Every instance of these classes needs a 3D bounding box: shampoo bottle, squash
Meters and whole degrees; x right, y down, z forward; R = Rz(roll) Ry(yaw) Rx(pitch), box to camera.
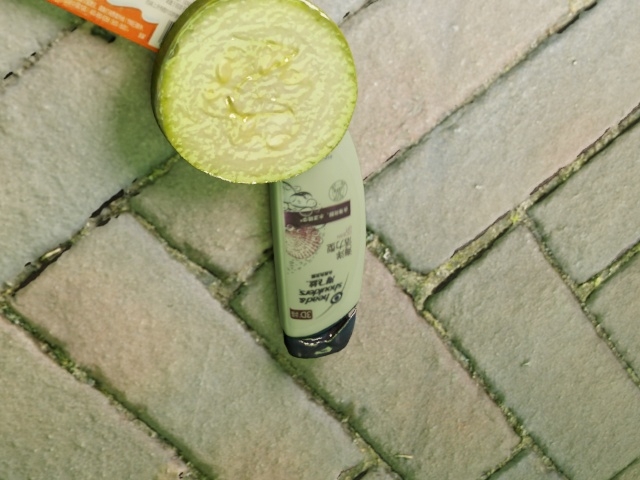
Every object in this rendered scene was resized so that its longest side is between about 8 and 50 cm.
[{"bbox_3d":[0.000,0.000,1.396,0.134,0.078,0.360,-13,121,-16],"label":"shampoo bottle"},{"bbox_3d":[-0.078,-0.183,1.205,0.251,0.049,0.252,-6,115,-12],"label":"squash"}]

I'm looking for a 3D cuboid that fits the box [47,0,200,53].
[{"bbox_3d":[-0.194,-0.364,1.133,0.273,0.048,0.265,23,108,-29],"label":"box"}]
